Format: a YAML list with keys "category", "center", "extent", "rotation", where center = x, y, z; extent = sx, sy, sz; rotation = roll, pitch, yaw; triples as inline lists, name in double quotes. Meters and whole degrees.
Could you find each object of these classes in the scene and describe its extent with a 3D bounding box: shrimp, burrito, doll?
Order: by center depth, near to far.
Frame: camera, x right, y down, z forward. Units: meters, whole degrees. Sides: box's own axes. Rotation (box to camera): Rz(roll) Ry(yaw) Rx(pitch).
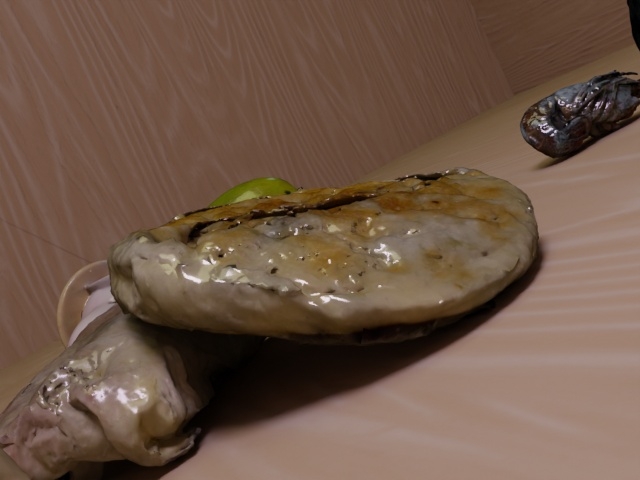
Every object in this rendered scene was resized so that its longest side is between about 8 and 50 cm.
- category: "burrito"
  center: [-0.143, 0.101, 0.657]
  extent: [0.175, 0.107, 0.348]
  rotation: [-12, 11, 14]
- category: "doll"
  center: [-0.161, 0.073, 0.923]
  extent: [0.271, 0.144, 0.208]
  rotation: [-30, 26, 3]
- category: "shrimp"
  center: [0.339, -0.164, 0.991]
  extent: [0.232, 0.079, 0.090]
  rotation: [-23, -34, -18]

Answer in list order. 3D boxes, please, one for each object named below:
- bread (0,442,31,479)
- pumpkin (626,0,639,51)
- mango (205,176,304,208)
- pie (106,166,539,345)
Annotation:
- category: "bread"
  center: [-0.219, 0.131, 0.208]
  extent: [0.171, 0.192, 0.314]
  rotation: [-22, 7, 30]
- category: "pumpkin"
  center: [0.382, -0.224, 0.680]
  extent: [0.250, 0.216, 0.250]
  rotation: [-60, 0, 0]
- category: "mango"
  center: [-0.130, 0.028, 1.109]
  extent: [0.293, 0.143, 0.175]
  rotation: [-36, 9, 15]
- category: "pie"
  center: [0.000, 0.001, 0.621]
  extent: [0.339, 0.077, 0.339]
  rotation: [-6, 13, 1]
